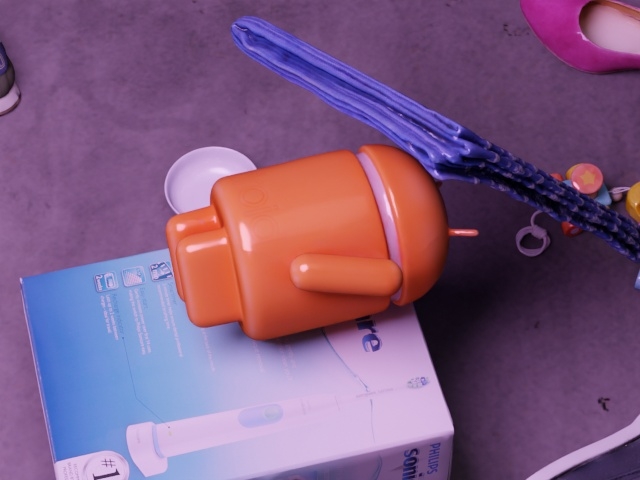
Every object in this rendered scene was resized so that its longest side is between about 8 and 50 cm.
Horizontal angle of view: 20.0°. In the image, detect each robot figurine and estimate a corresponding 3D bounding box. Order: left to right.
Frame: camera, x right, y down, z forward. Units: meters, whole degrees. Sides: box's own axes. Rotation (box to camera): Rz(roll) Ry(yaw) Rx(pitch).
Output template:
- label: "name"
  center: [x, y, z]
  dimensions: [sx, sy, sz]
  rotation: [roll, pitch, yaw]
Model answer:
- label: "robot figurine"
  center: [0.001, 0.001, 1.341]
  dimensions: [0.219, 0.158, 0.128]
  rotation: [-14, 77, -10]

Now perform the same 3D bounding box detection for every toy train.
- label: "toy train"
  center: [0.256, -0.010, 1.546]
  dimensions: [0.166, 0.046, 0.125]
  rotation: [20, 58, 12]

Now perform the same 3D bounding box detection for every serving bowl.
- label: "serving bowl"
  center: [-0.092, -0.040, 1.575]
  dimensions: [0.083, 0.027, 0.083]
  rotation: [0, 57, 0]

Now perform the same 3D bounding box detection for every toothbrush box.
- label: "toothbrush box"
  center: [-0.066, 0.117, 1.413]
  dimensions: [0.295, 0.126, 0.216]
  rotation: [-13, 56, -8]

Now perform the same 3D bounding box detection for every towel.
- label: "towel"
  center: [0.098, -0.074, 1.423]
  dimensions: [0.243, 0.336, 0.040]
  rotation: [33, 96, 35]

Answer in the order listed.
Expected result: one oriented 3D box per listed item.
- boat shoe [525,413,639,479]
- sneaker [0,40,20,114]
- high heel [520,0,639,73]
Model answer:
- label: "boat shoe"
  center: [0.221, 0.207, 1.364]
  dimensions: [0.302, 0.114, 0.091]
  rotation: [-33, 57, -19]
- label: "sneaker"
  center: [-0.344, -0.197, 1.641]
  dimensions: [0.192, 0.086, 0.064]
  rotation: [40, 65, 23]
- label: "high heel"
  center: [0.291, -0.192, 1.623]
  dimensions: [0.244, 0.117, 0.082]
  rotation: [33, 63, 19]
